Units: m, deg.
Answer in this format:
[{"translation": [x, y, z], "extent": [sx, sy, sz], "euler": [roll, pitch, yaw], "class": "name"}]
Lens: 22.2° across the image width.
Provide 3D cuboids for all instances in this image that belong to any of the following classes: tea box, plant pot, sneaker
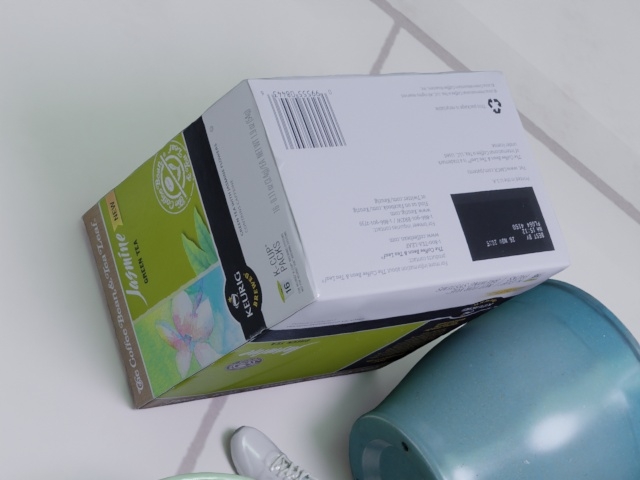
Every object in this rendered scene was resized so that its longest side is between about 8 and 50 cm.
[{"translation": [0.000, 0.000, 1.597], "extent": [0.329, 0.323, 0.220], "euler": [-6, 71, -40], "class": "tea box"}, {"translation": [0.178, 0.212, 1.680], "extent": [0.255, 0.271, 0.272], "euler": [-24, 82, -27], "class": "plant pot"}, {"translation": [-0.028, 0.241, 1.624], "extent": [0.152, 0.061, 0.053], "euler": [51, 49, -1], "class": "sneaker"}]

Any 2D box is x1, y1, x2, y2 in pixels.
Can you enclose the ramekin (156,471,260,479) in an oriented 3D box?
[{"translation": [-0.100, 0.367, 1.404], "extent": [0.303, 0.148, 0.303], "euler": [11, 56, -17], "class": "ramekin"}]
